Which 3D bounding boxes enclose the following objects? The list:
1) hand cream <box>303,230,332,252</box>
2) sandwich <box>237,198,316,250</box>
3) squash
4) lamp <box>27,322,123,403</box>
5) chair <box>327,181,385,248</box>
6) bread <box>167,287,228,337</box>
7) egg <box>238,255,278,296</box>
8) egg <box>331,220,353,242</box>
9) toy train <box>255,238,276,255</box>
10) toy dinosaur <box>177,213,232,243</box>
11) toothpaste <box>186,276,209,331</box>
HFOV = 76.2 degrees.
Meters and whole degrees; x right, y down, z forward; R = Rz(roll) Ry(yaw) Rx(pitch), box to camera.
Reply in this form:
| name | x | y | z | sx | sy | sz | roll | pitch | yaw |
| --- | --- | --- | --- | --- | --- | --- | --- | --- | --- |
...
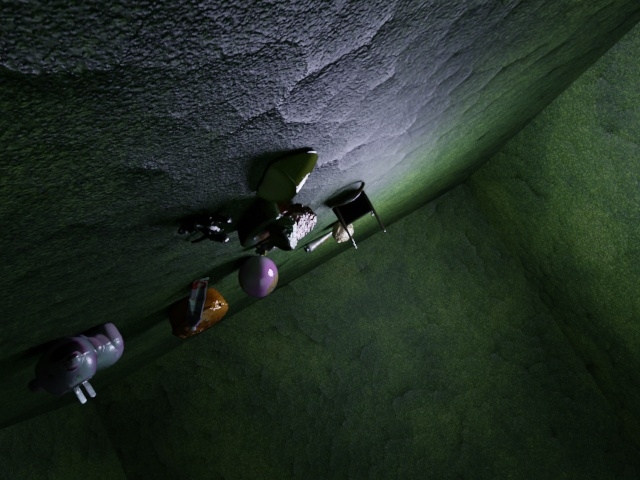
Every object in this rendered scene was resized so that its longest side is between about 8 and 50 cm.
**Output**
| name | x | y | z | sx | sy | sz | roll | pitch | yaw |
| --- | --- | --- | --- | --- | --- | --- | --- | --- | --- |
| hand cream | 0.000 | 0.000 | 2.451 | 0.233 | 0.050 | 0.080 | -33 | 169 | -24 |
| sandwich | -0.126 | -0.043 | 1.412 | 0.301 | 0.162 | 0.250 | -17 | 169 | -45 |
| squash | -0.070 | -0.168 | 1.144 | 0.184 | 0.085 | 0.192 | -25 | 171 | -28 |
| lamp | -0.885 | 0.464 | 1.520 | 0.247 | 0.248 | 0.301 | -30 | 179 | 15 |
| chair | 0.152 | -0.138 | 1.843 | 0.188 | 0.166 | 0.272 | -30 | 129 | 3 |
| bread | -0.628 | 0.372 | 2.074 | 0.312 | 0.173 | 0.312 | -32 | 167 | -8 |
| egg | -0.297 | 0.169 | 1.932 | 0.196 | 0.196 | 0.271 | -30 | 167 | -4 |
| egg | 0.124 | -0.057 | 2.293 | 0.140 | 0.116 | 0.118 | -55 | 173 | -16 |
| toy train | -0.193 | 0.006 | 1.786 | 0.202 | 0.060 | 0.081 | -29 | 177 | 2 |
| toy dinosaur | -0.348 | -0.042 | 1.162 | 0.178 | 0.087 | 0.187 | 5 | 170 | 27 |
| toothpaste | -0.563 | 0.293 | 1.852 | 0.075 | 0.048 | 0.301 | 6 | 120 | -21 |
